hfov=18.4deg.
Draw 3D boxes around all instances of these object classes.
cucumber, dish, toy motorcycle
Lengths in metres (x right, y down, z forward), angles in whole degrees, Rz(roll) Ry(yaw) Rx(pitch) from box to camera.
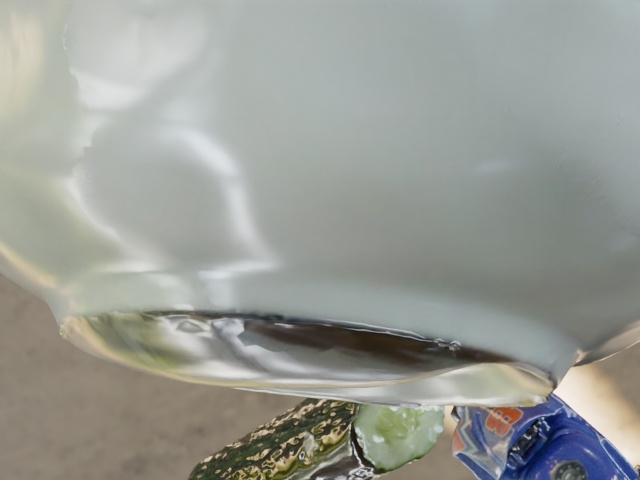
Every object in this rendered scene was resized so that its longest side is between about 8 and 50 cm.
[{"bbox_3d":[-0.015,0.154,1.365,0.074,0.074,0.241,6,152,-41],"label":"cucumber"},{"bbox_3d":[0.000,0.000,0.702,0.324,0.124,0.324,7,168,1],"label":"dish"},{"bbox_3d":[0.137,0.133,1.027,0.076,0.205,0.114,-48,159,-4],"label":"toy motorcycle"}]
